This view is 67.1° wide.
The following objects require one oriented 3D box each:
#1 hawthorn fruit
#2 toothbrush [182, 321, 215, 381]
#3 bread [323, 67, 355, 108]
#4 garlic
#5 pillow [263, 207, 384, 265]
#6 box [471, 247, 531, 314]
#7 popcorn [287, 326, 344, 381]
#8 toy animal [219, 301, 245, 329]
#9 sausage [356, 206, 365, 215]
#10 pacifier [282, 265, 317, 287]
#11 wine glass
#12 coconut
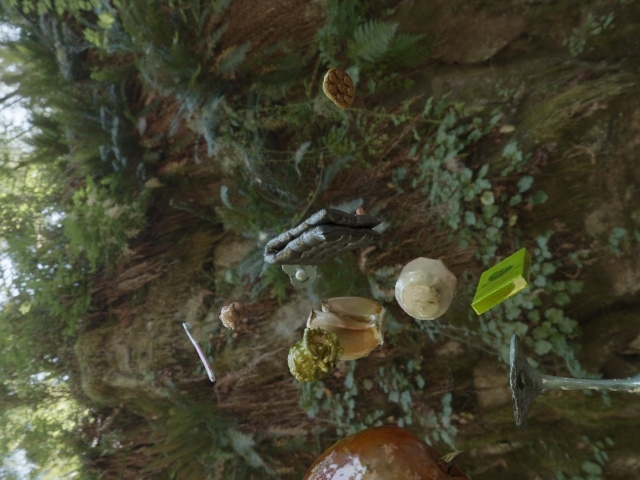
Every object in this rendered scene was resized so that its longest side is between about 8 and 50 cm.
[{"bbox_3d":[0.154,0.565,0.968,0.403,0.402,0.403,-18,-90,-72],"label":"hawthorn fruit"},{"bbox_3d":[-0.361,0.324,1.440,0.286,0.025,0.020,41,143,50],"label":"toothbrush"},{"bbox_3d":[0.051,-0.400,1.269,0.110,0.024,0.110,7,-100,-43],"label":"bread"},{"bbox_3d":[0.116,0.343,1.968,0.249,0.312,0.286,67,-152,-59],"label":"garlic"},{"bbox_3d":[0.000,0.000,1.433,0.227,0.326,0.101,6,-110,-39],"label":"pillow"},{"bbox_3d":[0.615,0.129,1.626,0.047,0.187,0.335,52,-152,3],"label":"box"},{"bbox_3d":[-0.016,0.417,1.758,0.218,0.189,0.169,-20,-121,-43],"label":"popcorn"},{"bbox_3d":[-0.317,0.266,1.759,0.083,0.089,0.150,51,-169,-5],"label":"toy animal"},{"bbox_3d":[0.167,-0.103,1.971,0.034,0.034,0.083,57,-166,-38],"label":"sausage"},{"bbox_3d":[-0.069,0.115,1.812,0.116,0.126,0.151,-128,13,-72],"label":"pacifier"},{"bbox_3d":[0.592,0.281,0.933,0.267,0.405,0.268,25,-119,-59],"label":"wine glass"},{"bbox_3d":[0.300,0.126,1.352,0.183,0.170,0.171,-45,-64,-55],"label":"coconut"}]
